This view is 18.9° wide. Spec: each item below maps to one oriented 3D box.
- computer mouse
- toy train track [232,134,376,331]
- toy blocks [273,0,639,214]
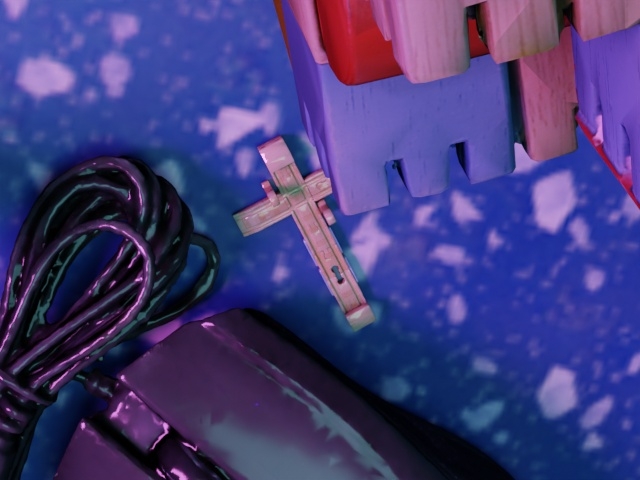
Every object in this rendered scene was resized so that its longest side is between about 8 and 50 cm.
[{"bbox_3d":[-0.022,0.109,0.708,0.272,0.072,0.188,31,102,-23],"label":"computer mouse"},{"bbox_3d":[0.000,0.000,0.699,0.048,0.014,0.083,-28,117,-1],"label":"toy train track"},{"bbox_3d":[0.027,-0.131,0.474,0.191,0.381,0.261,-15,127,-6],"label":"toy blocks"}]
